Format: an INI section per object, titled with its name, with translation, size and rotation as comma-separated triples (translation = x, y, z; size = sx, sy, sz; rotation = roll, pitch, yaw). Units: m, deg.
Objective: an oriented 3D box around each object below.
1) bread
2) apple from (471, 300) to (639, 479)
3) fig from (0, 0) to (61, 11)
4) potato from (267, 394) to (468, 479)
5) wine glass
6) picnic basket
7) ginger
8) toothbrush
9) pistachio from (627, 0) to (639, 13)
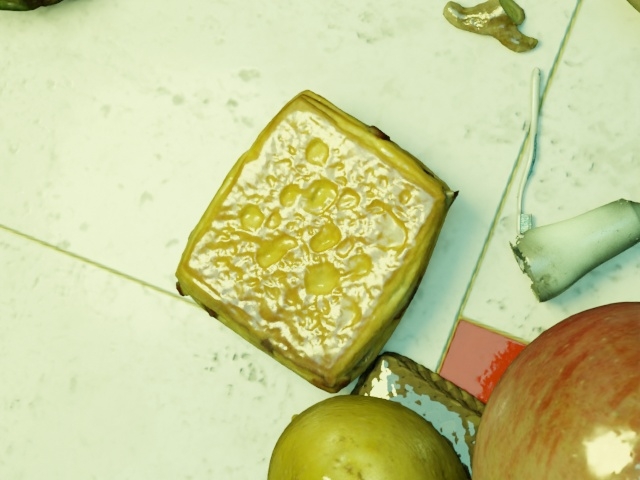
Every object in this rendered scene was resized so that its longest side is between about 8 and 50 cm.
[bread]
translation = 0.000, 0.000, 1.198
size = 0.210, 0.099, 0.235
rotation = 34, 95, 10
[apple]
translation = 0.283, 0.217, 1.037
size = 0.345, 0.345, 0.269
rotation = 42, 93, 7
[fig]
translation = -0.291, -0.340, 1.230
size = 0.195, 0.195, 0.245
rotation = 11, 54, 7
[potato]
translation = 0.030, 0.221, 1.093
size = 0.178, 0.158, 0.204
rotation = -21, 73, 9
[wine glass]
translation = 0.258, -0.005, 1.183
size = 0.155, 0.072, 0.072
rotation = -27, 83, 4
[picnic basket]
translation = 0.111, 0.190, 1.191
size = 0.193, 0.055, 0.110
rotation = 32, 89, 7
[ginger]
translation = 0.167, -0.216, 1.226
size = 0.097, 0.030, 0.048
rotation = 24, 90, 6
[toothbrush]
translation = 0.199, -0.086, 1.222
size = 0.017, 0.014, 0.162
rotation = 2, 86, 21
[pistachio]
translation = 0.360, -0.238, 1.159
size = 0.206, 0.131, 0.130
rotation = 36, 98, 3
